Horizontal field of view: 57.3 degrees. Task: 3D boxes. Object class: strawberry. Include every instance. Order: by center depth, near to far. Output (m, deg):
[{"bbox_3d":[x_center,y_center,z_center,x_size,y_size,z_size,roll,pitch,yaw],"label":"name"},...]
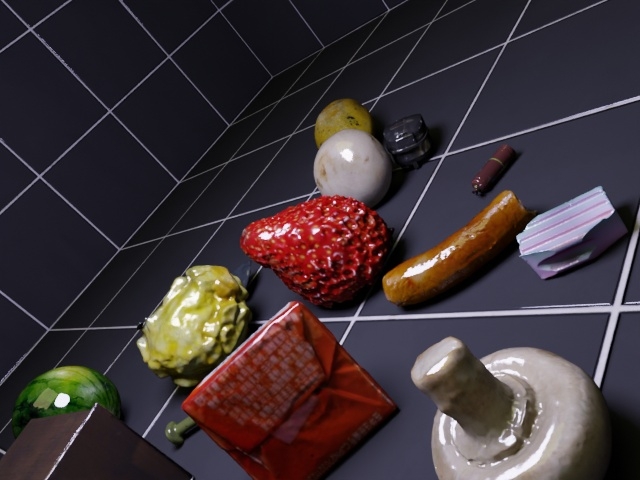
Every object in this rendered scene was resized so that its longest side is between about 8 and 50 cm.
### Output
[{"bbox_3d":[-0.002,0.003,1.218,0.261,0.257,0.261,-40,16,14],"label":"strawberry"}]

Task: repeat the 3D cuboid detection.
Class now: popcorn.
[{"bbox_3d":[-0.292,0.194,1.364,0.252,0.215,0.286,9,58,52],"label":"popcorn"}]

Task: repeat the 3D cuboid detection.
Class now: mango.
[{"bbox_3d":[0.073,-0.309,1.729,0.329,0.175,0.176,-95,12,-61],"label":"mango"}]

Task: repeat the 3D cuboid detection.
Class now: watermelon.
[{"bbox_3d":[-0.610,0.421,1.415,0.242,0.242,0.242,-33,25,18],"label":"watermelon"}]

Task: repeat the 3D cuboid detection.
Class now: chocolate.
[{"bbox_3d":[-0.048,0.242,0.906,0.237,0.235,0.108,-43,11,-2],"label":"chocolate"}]

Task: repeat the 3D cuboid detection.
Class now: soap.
[{"bbox_3d":[0.378,-0.008,0.890,0.149,0.056,0.100,-29,25,24],"label":"soap"}]

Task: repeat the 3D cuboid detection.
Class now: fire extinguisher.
[{"bbox_3d":[0.341,-0.138,1.184,0.132,0.039,0.056,-48,-8,-14],"label":"fire extinguisher"}]

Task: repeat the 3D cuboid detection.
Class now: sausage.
[{"bbox_3d":[0.241,0.021,1.021,0.302,0.076,0.103,-37,17,8],"label":"sausage"}]

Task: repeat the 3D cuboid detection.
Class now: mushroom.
[{"bbox_3d":[0.211,0.193,0.647,0.206,0.209,0.206,-15,14,4],"label":"mushroom"},{"bbox_3d":[0.099,-0.179,1.464,0.207,0.207,0.215,-15,5,46],"label":"mushroom"}]

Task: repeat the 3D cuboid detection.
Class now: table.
[{"bbox_3d":[-0.441,0.462,1.083,0.282,0.250,0.196,-20,32,41],"label":"table"}]

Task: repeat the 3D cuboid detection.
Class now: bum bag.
[{"bbox_3d":[-0.265,0.142,1.592,0.248,0.060,0.123,-27,27,34],"label":"bum bag"}]

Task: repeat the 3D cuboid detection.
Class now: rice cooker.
[{"bbox_3d":[0.221,-0.254,1.472,0.112,0.106,0.165,-19,34,19],"label":"rice cooker"}]

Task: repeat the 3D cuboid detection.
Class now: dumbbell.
[{"bbox_3d":[-0.267,0.375,1.216,0.118,0.046,0.052,-37,19,10],"label":"dumbbell"}]
